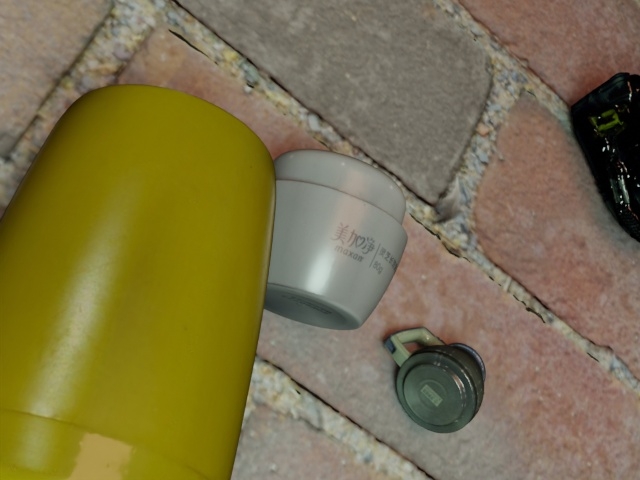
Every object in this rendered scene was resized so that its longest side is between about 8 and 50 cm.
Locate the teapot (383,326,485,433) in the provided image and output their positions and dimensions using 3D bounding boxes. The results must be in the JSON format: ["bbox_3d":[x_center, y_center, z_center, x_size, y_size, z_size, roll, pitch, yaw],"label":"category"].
[{"bbox_3d":[0.090,0.101,0.767,0.088,0.066,0.057,44,33,14],"label":"teapot"}]

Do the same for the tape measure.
[{"bbox_3d":[0.350,-0.083,0.956,0.199,0.112,0.186,-22,89,-34],"label":"tape measure"}]

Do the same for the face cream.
[{"bbox_3d":[0.000,0.000,0.702,0.117,0.117,0.104,26,71,-23],"label":"face cream"}]

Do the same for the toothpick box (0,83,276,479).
[{"bbox_3d":[-0.118,0.044,0.581,0.175,0.175,0.271,26,59,-23],"label":"toothpick box"}]
